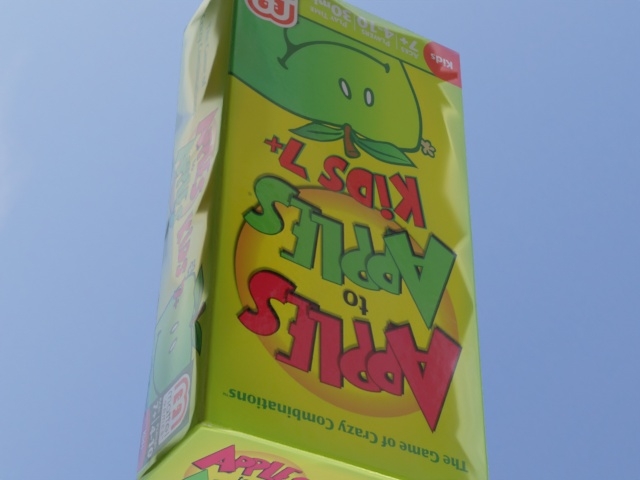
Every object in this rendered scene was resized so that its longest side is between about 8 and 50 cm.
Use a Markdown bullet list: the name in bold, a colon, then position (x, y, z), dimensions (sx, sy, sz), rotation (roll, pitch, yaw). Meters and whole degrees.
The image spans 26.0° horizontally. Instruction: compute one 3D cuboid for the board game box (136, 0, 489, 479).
- **board game box**: position (0.000, 0.000, 0.438), dimensions (0.043, 0.092, 0.181), rotation (-46, -147, 43)
